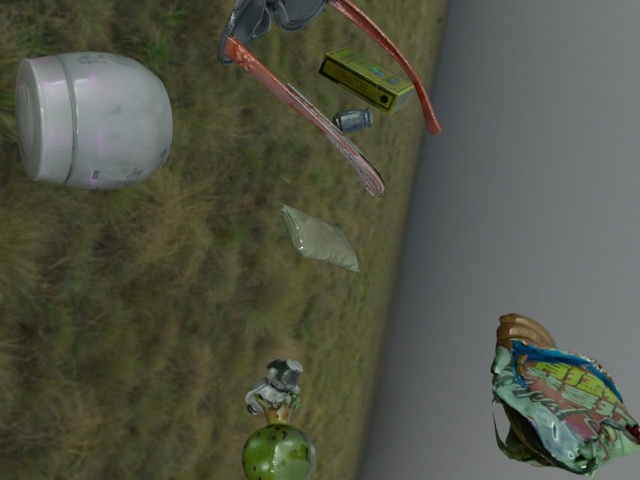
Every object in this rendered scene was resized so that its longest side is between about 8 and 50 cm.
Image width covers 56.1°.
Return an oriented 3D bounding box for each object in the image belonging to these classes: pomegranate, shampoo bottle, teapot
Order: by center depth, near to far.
[{"bbox_3d":[-0.458,-0.236,1.200,0.266,0.273,0.273,-9,117,-35],"label":"shampoo bottle"},{"bbox_3d":[-0.094,0.424,1.245,0.220,0.156,0.156,-116,-158,-45],"label":"pomegranate"},{"bbox_3d":[0.069,-0.260,1.311,0.063,0.083,0.049,-149,-132,-75],"label":"teapot"}]

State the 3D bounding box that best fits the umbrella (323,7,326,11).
[{"bbox_3d":[-0.027,-0.455,1.071,0.122,0.013,0.022,40,37,-38],"label":"umbrella"}]

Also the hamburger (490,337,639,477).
[{"bbox_3d":[0.374,0.287,0.992,0.260,0.276,0.150,56,-48,43],"label":"hamburger"}]

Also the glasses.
[{"bbox_3d":[0.033,-0.211,0.719,0.234,0.268,0.118,-45,173,-44],"label":"glasses"}]

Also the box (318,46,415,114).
[{"bbox_3d":[0.122,-0.411,1.533,0.141,0.220,0.064,-42,159,-55],"label":"box"}]

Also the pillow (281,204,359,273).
[{"bbox_3d":[0.000,0.000,1.813,0.302,0.075,0.185,20,40,-50],"label":"pillow"}]

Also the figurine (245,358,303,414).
[{"bbox_3d":[-0.127,0.406,1.634,0.192,0.126,0.147,-47,146,15],"label":"figurine"}]

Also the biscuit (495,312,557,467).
[{"bbox_3d":[0.461,0.312,1.286,0.325,0.107,0.326,35,47,-50],"label":"biscuit"}]
